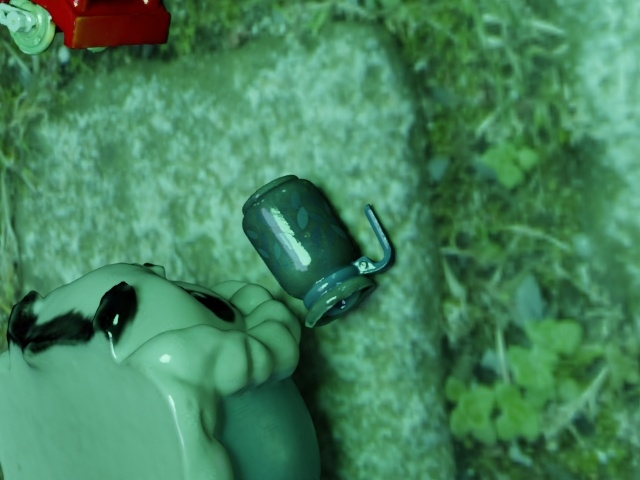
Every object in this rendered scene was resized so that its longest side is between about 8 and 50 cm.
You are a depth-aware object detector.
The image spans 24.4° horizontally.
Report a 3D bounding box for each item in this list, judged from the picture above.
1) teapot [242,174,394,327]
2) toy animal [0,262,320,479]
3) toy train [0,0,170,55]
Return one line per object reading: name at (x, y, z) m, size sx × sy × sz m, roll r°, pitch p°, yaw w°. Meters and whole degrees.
teapot at (-0.001, 0.002, 0.843) m, size 0.083 × 0.063 × 0.049 m, roll 55°, pitch 159°, yaw 13°
toy animal at (-0.080, 0.110, 0.854) m, size 0.208 × 0.156 × 0.204 m, roll -9°, pitch 92°, yaw 49°
toy train at (-0.187, -0.195, 0.926) m, size 0.204 × 0.083 × 0.131 m, roll 28°, pitch 114°, yaw 32°
